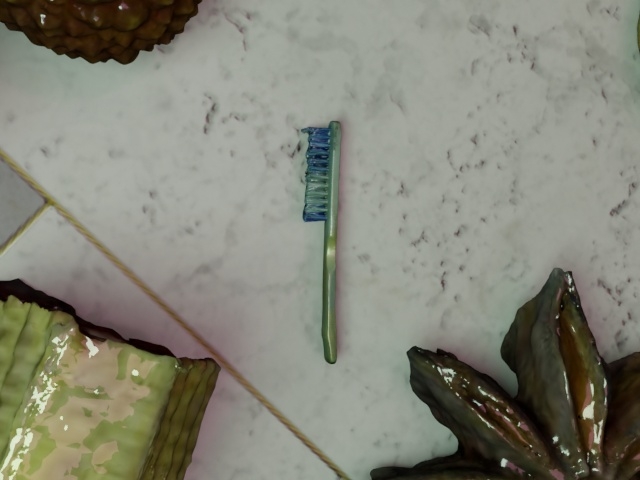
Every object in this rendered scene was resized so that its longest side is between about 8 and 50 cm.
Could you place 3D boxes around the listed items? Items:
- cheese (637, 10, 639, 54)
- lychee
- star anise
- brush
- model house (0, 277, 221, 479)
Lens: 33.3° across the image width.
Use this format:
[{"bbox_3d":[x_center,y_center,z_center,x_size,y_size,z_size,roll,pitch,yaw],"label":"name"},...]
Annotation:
[{"bbox_3d":[0.370,-0.177,0.864,0.214,0.117,0.225,20,78,-23],"label":"cheese"},{"bbox_3d":[-0.154,-0.224,0.650,0.200,0.200,0.238,-28,106,-17],"label":"lychee"},{"bbox_3d":[0.175,0.188,0.792,0.332,0.117,0.331,0,88,-9],"label":"star anise"},{"bbox_3d":[0.001,0.000,0.780,0.030,0.033,0.178,2,88,-12],"label":"brush"},{"bbox_3d":[-0.157,0.133,0.611,0.160,0.254,0.196,22,83,-20],"label":"model house"}]
